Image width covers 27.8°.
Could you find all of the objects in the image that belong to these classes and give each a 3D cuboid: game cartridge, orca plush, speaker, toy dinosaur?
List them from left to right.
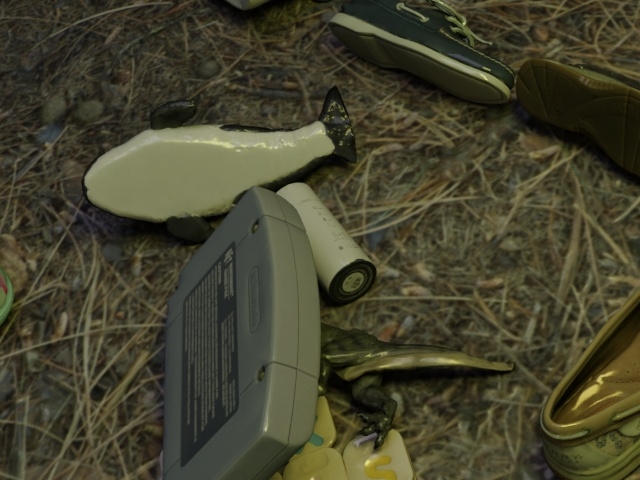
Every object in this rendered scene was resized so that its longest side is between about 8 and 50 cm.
[{"bbox_3d":[-0.110,-0.098,1.385,0.287,0.151,0.102,-26,17,3],"label":"orca plush"},{"bbox_3d":[-0.074,0.100,1.158,0.198,0.062,0.297,-44,33,32],"label":"game cartridge"},{"bbox_3d":[0.000,0.000,1.291,0.055,0.055,0.136,-33,49,-7],"label":"speaker"},{"bbox_3d":[0.031,0.121,1.170,0.268,0.064,0.118,6,37,22],"label":"toy dinosaur"}]

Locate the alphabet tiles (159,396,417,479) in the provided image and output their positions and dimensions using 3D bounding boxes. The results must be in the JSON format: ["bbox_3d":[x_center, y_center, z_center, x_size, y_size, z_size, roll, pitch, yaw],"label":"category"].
[{"bbox_3d":[-0.046,0.264,1.122,0.284,0.021,0.278,-20,49,4],"label":"alphabet tiles"}]

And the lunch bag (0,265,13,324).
[{"bbox_3d":[-0.466,0.039,1.407,0.224,0.108,0.279,-35,50,-12],"label":"lunch bag"}]

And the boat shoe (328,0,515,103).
[{"bbox_3d":[0.118,-0.217,1.398,0.254,0.095,0.079,28,78,45],"label":"boat shoe"}]

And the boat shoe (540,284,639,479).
[{"bbox_3d":[0.293,0.086,1.084,0.104,0.089,0.285,31,68,37],"label":"boat shoe"}]

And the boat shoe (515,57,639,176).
[{"bbox_3d":[0.295,-0.126,1.263,0.073,0.080,0.223,-20,39,-39],"label":"boat shoe"}]

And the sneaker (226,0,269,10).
[{"bbox_3d":[-0.063,-0.411,1.612,0.236,0.130,0.323,-30,43,-16],"label":"sneaker"}]
